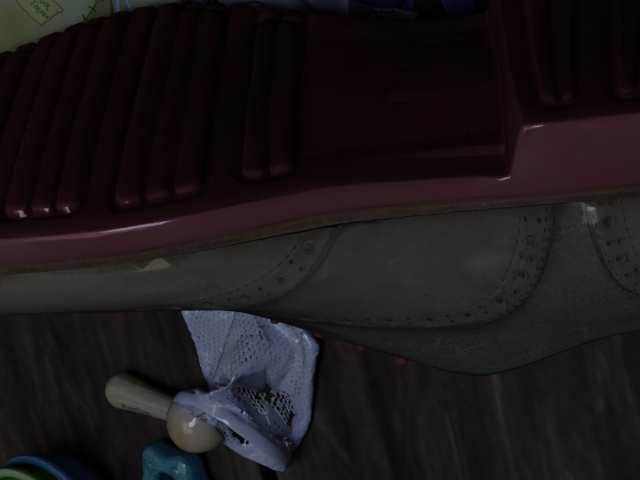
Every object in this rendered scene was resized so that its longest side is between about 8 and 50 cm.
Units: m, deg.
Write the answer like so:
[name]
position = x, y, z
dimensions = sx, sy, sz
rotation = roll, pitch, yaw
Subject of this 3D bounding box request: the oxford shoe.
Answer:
[oxford shoe]
position = 0.000, 0.000, 0.619
dimensions = 0.348, 0.123, 0.130
rotation = -5, 129, 15

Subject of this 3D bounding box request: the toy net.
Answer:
[toy net]
position = -0.065, 0.110, 0.869
dimensions = 0.122, 0.045, 0.232
rotation = 52, 136, 5

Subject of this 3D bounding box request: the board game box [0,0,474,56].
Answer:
[board game box]
position = -0.118, -0.123, 0.649
dimensions = 0.346, 0.056, 0.208
rotation = 4, 118, 2
